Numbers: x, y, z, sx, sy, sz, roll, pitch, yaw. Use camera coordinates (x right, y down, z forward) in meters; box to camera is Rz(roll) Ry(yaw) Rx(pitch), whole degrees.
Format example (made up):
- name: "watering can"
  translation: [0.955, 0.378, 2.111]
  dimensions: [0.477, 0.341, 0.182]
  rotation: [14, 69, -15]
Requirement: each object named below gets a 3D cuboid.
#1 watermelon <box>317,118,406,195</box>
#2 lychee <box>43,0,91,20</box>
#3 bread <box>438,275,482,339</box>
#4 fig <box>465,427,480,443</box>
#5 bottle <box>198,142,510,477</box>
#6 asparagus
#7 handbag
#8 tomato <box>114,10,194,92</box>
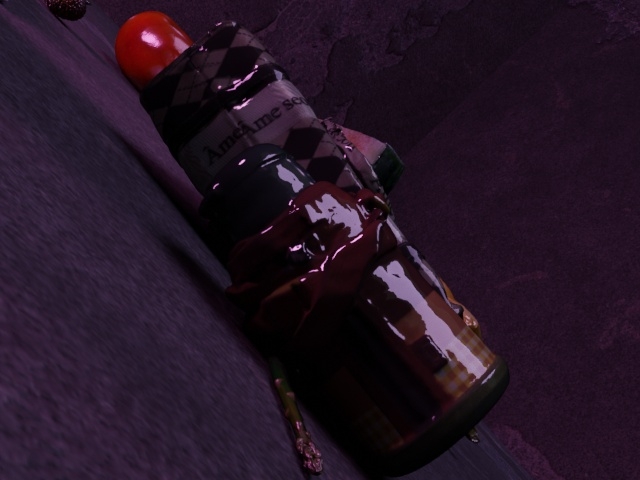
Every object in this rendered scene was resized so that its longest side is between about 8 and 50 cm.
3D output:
- name: "watermelon"
  translation: [0.005, -0.090, 1.454]
  dimensions: [0.151, 0.264, 0.302]
  rotation: [46, -1, -40]
- name: "lychee"
  translation: [-0.405, -0.389, 1.338]
  dimensions: [0.083, 0.068, 0.067]
  rotation: [14, 27, -36]
- name: "bread"
  translation: [0.097, 0.088, 1.189]
  dimensions: [0.166, 0.132, 0.294]
  rotation: [14, 24, -37]
- name: "fig"
  translation: [0.184, 0.230, 1.221]
  dimensions: [0.109, 0.103, 0.155]
  rotation: [0, 46, -34]
- name: "bottle"
  translation: [0.021, 0.038, 0.653]
  dimensions: [0.271, 0.156, 0.143]
  rotation: [50, -36, 6]
- name: "asparagus"
  translation: [-0.019, 0.108, 0.543]
  dimensions: [0.016, 0.013, 0.166]
  rotation: [35, 5, -18]
- name: "handbag"
  translation: [0.000, 0.000, 0.937]
  dimensions: [0.416, 0.180, 0.317]
  rotation: [54, 1, 24]
- name: "tomato"
  translation: [-0.298, -0.335, 1.563]
  dimensions: [0.195, 0.136, 0.195]
  rotation: [48, 5, -5]
